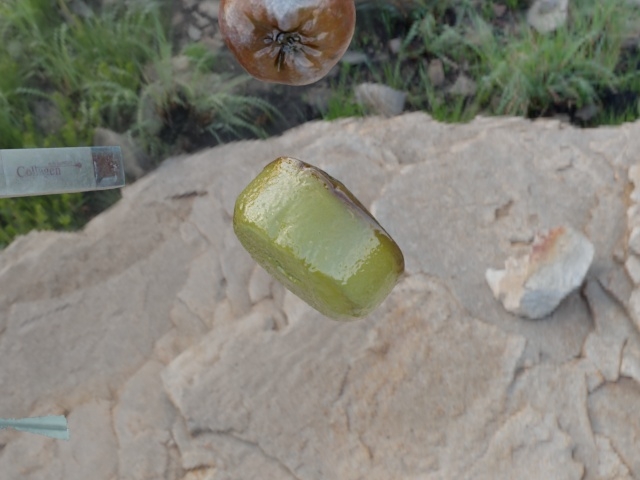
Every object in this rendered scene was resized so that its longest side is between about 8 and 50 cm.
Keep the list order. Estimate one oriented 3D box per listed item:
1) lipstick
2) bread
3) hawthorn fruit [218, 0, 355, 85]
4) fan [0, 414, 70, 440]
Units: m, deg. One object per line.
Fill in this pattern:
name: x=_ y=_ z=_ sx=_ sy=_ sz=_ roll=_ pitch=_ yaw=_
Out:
lipstick: x=-0.486 y=-0.110 z=1.636 sx=0.080 sy=0.371 sz=0.076 roll=-4 pitch=94 yaw=37
bread: x=0.000 y=0.000 z=1.404 sx=0.270 sy=0.270 sz=0.148 roll=34 pitch=77 yaw=29
hawthorn fruit: x=-0.051 y=-0.383 z=1.709 sx=0.231 sy=0.263 sz=0.235 roll=32 pitch=110 yaw=7
fan: x=-0.435 y=0.204 z=1.122 sx=0.012 sy=0.415 sz=0.233 roll=-26 pitch=70 yaw=26
